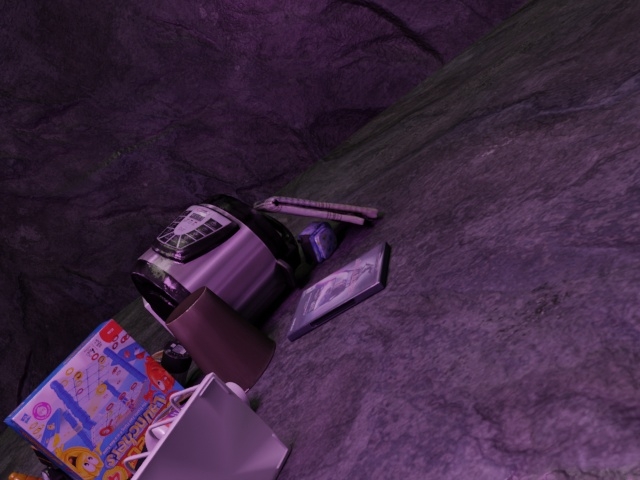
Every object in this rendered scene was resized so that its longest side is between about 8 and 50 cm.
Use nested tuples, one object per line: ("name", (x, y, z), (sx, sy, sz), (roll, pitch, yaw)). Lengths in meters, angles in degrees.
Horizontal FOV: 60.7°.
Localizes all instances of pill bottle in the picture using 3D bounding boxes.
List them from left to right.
("pill bottle", (-0.232, 0.360, 1.069), (0.108, 0.108, 0.193), (-27, 0, 42))

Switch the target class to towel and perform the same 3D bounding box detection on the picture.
("towel", (-0.023, -0.082, 1.634), (0.312, 0.324, 0.056), (-177, 92, -73))

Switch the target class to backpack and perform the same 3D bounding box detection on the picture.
("backpack", (0.000, 0.000, 1.623), (0.084, 0.105, 0.114), (-1, 34, 33))

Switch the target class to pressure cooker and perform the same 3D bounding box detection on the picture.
("pressure cooker", (-0.284, 0.072, 1.593), (0.420, 0.370, 0.375), (-47, 5, -26))

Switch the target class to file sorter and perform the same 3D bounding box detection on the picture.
("file sorter", (-0.219, 0.391, 0.853), (0.173, 0.193, 0.277), (-30, 18, 42))

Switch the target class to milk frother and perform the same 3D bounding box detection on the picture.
("milk frother", (-0.368, 0.360, 1.512), (0.129, 0.143, 0.134), (-17, -49, -54))

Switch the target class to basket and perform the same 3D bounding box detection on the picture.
("basket", (-0.242, 0.231, 1.297), (0.154, 0.227, 0.204), (-32, 16, 29))

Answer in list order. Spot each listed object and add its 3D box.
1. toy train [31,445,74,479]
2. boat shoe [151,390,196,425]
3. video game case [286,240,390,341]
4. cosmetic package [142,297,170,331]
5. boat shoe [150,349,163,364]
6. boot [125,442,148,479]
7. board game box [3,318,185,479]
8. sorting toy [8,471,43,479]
("toy train", (-0.565, 0.461, 1.392), (0.142, 0.190, 0.334), (-6, 22, 44))
("boat shoe", (-0.343, 0.422, 1.308), (0.066, 0.066, 0.183), (-31, 18, 28))
("video game case", (0.045, 0.120, 1.310), (0.274, 0.026, 0.196), (-34, 16, 25))
("cosmetic package", (-0.494, 0.225, 1.935), (0.161, 0.230, 0.453), (-44, 16, -14))
("boat shoe", (-0.555, 0.436, 1.721), (0.324, 0.122, 0.120), (-26, 14, 20))
("boot", (-0.362, 0.482, 1.114), (0.246, 0.094, 0.207), (-29, 21, 14))
("board game box", (-0.512, 0.404, 1.313), (0.086, 0.302, 0.308), (-24, 23, 47))
("sorting toy", (-0.794, 0.642, 1.665), (0.127, 0.126, 0.365), (-24, 23, 48))
